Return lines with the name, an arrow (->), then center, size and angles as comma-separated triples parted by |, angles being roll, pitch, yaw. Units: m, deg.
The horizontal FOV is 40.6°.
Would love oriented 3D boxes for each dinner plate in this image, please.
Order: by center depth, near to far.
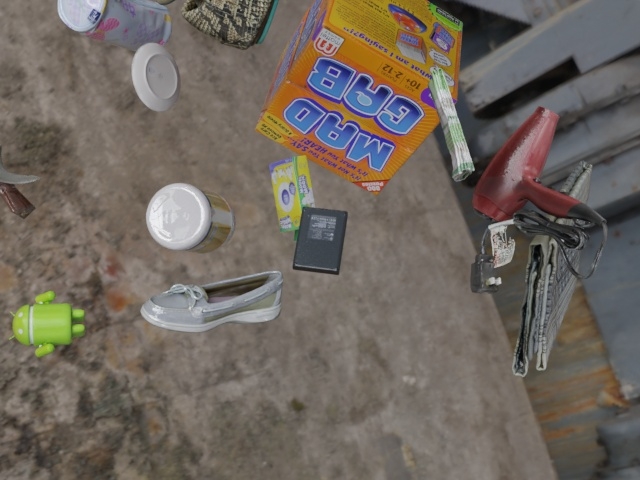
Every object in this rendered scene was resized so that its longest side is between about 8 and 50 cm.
dinner plate -> -0.330, -0.334, 1.770 | 0.141, 0.017, 0.141 | 8, 81, -55

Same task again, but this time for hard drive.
hard drive -> 0.000, 0.000, 1.746 | 0.094, 0.022, 0.135 | 7, 66, 5

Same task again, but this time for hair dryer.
hair dryer -> 0.323, -0.062, 1.272 | 0.080, 0.224, 0.293 | 24, 60, -42

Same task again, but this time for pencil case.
pencil case -> -0.422, -0.471, 1.809 | 0.113, 0.124, 0.273 | 40, 13, 16

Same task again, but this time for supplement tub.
supplement tub -> -0.276, -0.044, 1.893 | 0.200, 0.144, 0.144 | 16, 54, -75

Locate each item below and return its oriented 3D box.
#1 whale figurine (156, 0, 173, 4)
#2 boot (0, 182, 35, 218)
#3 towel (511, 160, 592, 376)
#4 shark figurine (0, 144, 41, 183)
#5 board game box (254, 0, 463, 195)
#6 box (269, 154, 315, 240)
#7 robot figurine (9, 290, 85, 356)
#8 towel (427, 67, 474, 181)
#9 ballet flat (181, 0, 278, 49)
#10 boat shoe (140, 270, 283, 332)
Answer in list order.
whale figurine -> -0.214, -0.537, 1.789 | 0.272, 0.141, 0.216 | -13, 78, -12
boot -> -0.634, -0.088, 1.720 | 0.114, 0.037, 0.106 | 52, 36, 13
towel -> 0.436, 0.055, 1.589 | 0.324, 0.056, 0.312 | -47, 145, -45
shark figurine -> -0.605, -0.119, 1.496 | 0.166, 0.116, 0.278 | -61, 163, -13
board game box -> 0.101, -0.409, 2.147 | 0.357, 0.356, 0.356 | 27, 43, -14
box -> -0.057, -0.087, 1.878 | 0.043, 0.105, 0.179 | -13, 92, -33
robot figurine -> -0.433, 0.133, 1.375 | 0.115, 0.067, 0.101 | 0, 72, -14
towel -> 0.180, -0.161, 1.235 | 0.113, 0.023, 0.152 | 58, 15, -87
ballet flat -> -0.085, -0.519, 1.330 | 0.182, 0.482, 0.164 | 16, 33, -27
boat shoe -> -0.226, 0.123, 1.846 | 0.321, 0.118, 0.103 | -2, 113, -29
